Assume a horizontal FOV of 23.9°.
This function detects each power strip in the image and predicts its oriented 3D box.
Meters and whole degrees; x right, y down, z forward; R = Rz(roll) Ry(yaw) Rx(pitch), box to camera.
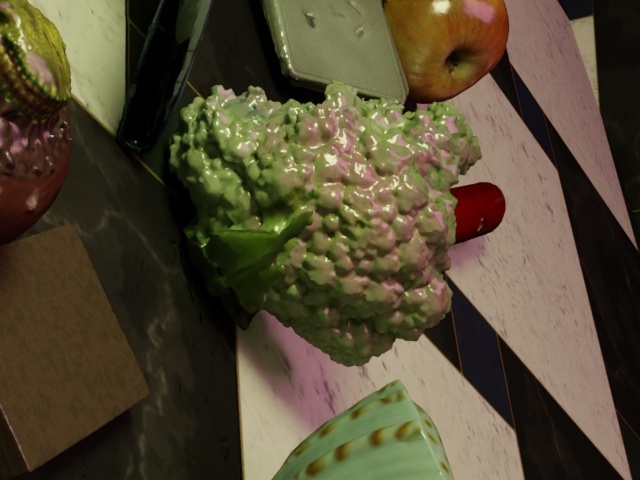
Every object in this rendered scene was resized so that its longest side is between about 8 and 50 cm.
[{"bbox_3d":[-0.008,-0.235,1.611,0.213,0.064,0.198,8,62,-52],"label":"power strip"}]

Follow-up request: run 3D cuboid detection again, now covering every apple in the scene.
[{"bbox_3d":[0.131,-0.271,1.848,0.199,0.199,0.199,52,25,-36],"label":"apple"}]

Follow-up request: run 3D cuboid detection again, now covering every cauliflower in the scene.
[{"bbox_3d":[-0.008,-0.036,1.254,0.256,0.239,0.315,19,14,-11],"label":"cauliflower"}]

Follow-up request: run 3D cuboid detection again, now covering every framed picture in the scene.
[{"bbox_3d":[-0.172,0.063,0.929,0.127,0.023,0.168,66,20,-2],"label":"framed picture"}]

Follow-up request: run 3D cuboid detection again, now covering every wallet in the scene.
[{"bbox_3d":[-0.102,-0.239,1.253,0.046,0.190,0.379,15,35,-7],"label":"wallet"}]

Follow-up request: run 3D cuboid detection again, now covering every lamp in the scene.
[{"bbox_3d":[-0.199,-0.075,0.846,0.157,0.135,0.156,50,26,-43],"label":"lamp"}]

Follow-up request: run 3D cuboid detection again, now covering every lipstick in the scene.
[{"bbox_3d":[0.165,-0.031,1.821,0.073,0.073,0.280,68,20,3],"label":"lipstick"}]

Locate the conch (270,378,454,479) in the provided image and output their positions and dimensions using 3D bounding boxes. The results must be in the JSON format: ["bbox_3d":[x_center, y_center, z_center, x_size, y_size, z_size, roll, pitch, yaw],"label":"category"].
[{"bbox_3d":[0.044,0.259,1.008,0.319,0.215,0.303,160,-92,-85],"label":"conch"}]
